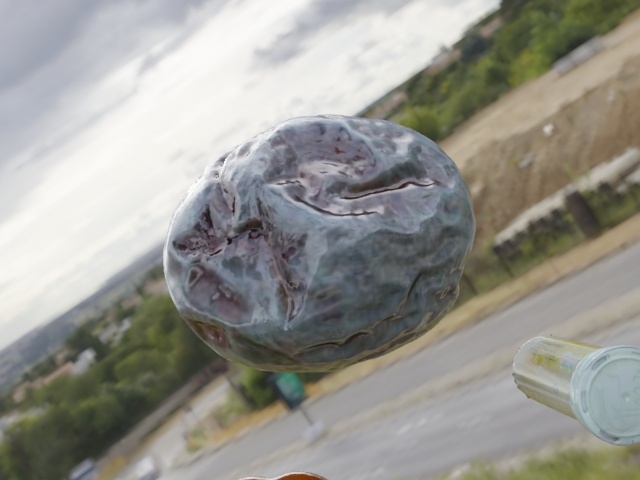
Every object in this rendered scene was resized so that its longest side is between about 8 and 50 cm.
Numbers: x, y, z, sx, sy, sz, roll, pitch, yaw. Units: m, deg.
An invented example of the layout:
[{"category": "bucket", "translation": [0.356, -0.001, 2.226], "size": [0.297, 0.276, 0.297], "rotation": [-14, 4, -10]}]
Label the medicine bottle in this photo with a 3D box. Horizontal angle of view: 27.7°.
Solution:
[{"category": "medicine bottle", "translation": [0.213, 0.114, 1.053], "size": [0.074, 0.074, 0.218], "rotation": [-34, 2, -5]}]

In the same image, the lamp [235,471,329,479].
[{"category": "lamp", "translation": [-0.024, 0.284, 0.987], "size": [0.223, 0.223, 0.196], "rotation": [-33, 15, 13]}]

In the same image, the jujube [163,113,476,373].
[{"category": "jujube", "translation": [-0.002, 0.008, 1.231], "size": [0.308, 0.246, 0.215], "rotation": [-8, -37, -34]}]
